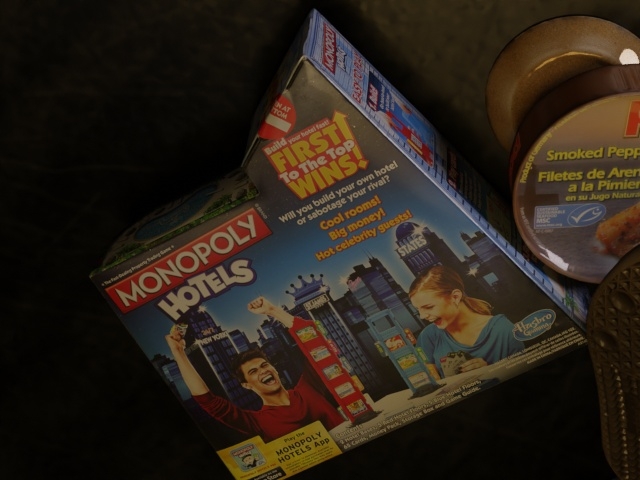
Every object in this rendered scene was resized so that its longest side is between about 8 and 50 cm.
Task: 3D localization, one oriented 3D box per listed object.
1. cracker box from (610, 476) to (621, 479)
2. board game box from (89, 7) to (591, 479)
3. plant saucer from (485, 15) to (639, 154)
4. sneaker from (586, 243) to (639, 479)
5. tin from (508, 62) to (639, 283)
[{"bbox_3d":[0.172,0.179,0.972,0.232,0.156,0.067,-34,112,19],"label":"cracker box"},{"bbox_3d":[0.000,0.000,0.938,0.194,0.060,0.194,-25,114,16],"label":"board game box"},{"bbox_3d":[0.119,-0.063,0.921,0.083,0.015,0.083,1,120,2],"label":"plant saucer"},{"bbox_3d":[0.168,0.046,0.924,0.066,0.071,0.188,30,149,22],"label":"sneaker"},{"bbox_3d":[0.181,-0.034,0.910,0.190,0.040,0.106,-3,130,-2],"label":"tin"}]
